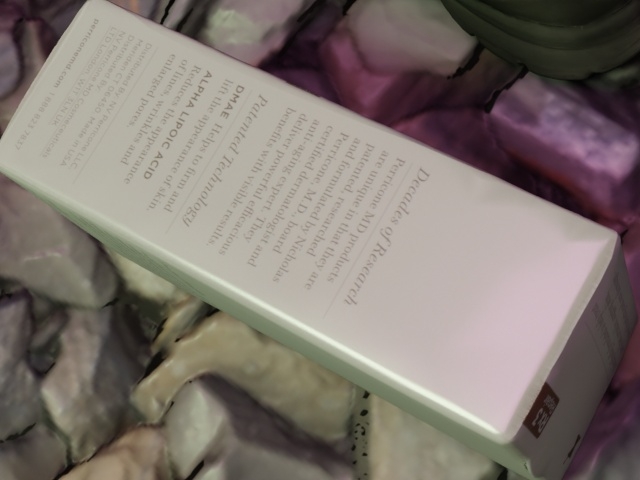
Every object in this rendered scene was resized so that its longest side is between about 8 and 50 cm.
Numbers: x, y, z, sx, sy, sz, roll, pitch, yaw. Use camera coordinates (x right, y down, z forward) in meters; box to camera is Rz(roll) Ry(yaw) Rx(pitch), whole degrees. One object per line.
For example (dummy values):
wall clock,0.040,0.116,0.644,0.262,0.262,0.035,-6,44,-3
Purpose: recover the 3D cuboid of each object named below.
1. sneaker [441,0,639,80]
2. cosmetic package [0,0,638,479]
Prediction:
sneaker,0.019,-0.174,0.529,0.286,0.130,0.109,25,82,25
cosmetic package,0.000,0.000,0.480,0.231,0.117,0.085,25,82,23
